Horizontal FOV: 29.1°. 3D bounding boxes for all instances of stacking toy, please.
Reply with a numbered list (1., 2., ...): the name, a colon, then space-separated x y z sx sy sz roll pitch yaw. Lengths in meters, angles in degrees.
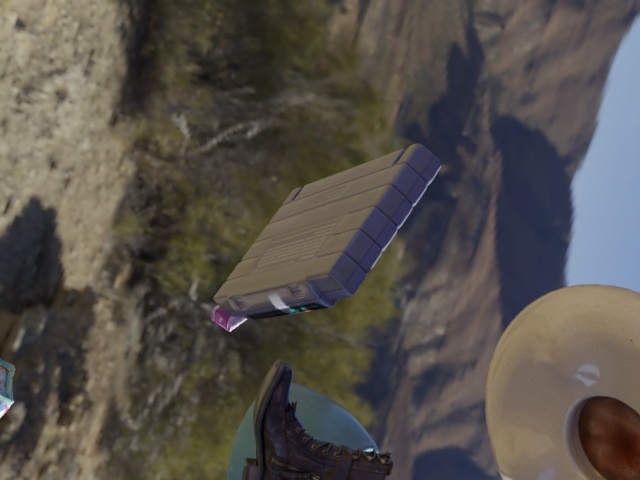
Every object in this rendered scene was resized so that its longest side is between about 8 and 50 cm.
1. stacking toy: 0.455 0.162 1.432 0.480 0.350 0.350 -21 140 -40

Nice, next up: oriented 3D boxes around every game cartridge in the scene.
1. game cartridge: 0.000 0.000 1.653 0.230 0.068 0.355 -59 -161 -22

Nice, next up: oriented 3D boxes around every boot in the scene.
1. boot: 0.002 0.327 1.939 0.091 0.229 0.263 -111 -148 -81

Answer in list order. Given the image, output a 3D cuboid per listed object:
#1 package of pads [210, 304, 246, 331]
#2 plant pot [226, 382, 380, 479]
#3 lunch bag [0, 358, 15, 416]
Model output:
1. package of pads: -0.155 0.126 2.253 0.083 0.050 0.032 -35 147 -39
2. plant pot: -0.004 0.413 2.211 0.290 0.195 0.290 -17 111 -55
3. lunch bag: -0.659 0.234 1.983 0.223 0.262 0.160 -43 -151 9
